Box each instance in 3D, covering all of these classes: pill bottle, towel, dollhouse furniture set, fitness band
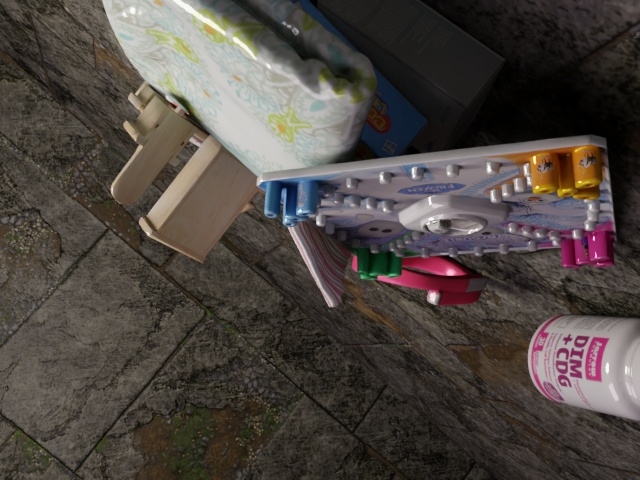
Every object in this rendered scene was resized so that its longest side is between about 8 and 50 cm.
[{"bbox_3d":[0.482,0.203,1.214,0.160,0.160,0.283,43,164,-13],"label":"pill bottle"},{"bbox_3d":[-0.110,-0.207,0.911,0.374,0.090,0.320,37,165,7],"label":"towel"},{"bbox_3d":[-0.263,-0.144,1.228,0.303,0.174,0.355,34,-173,-46],"label":"dollhouse furniture set"},{"bbox_3d":[0.190,0.060,1.426,0.209,0.054,0.291,25,-166,40],"label":"fitness band"},{"bbox_3d":[0.000,0.000,1.109,0.144,0.029,0.197,62,-167,-14],"label":"towel"}]

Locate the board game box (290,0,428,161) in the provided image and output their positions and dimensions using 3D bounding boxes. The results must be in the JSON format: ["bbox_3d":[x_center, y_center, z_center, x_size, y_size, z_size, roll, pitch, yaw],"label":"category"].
[{"bbox_3d":[-0.042,-0.211,1.066,0.308,0.086,0.302,43,164,-11],"label":"board game box"}]

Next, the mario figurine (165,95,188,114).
[{"bbox_3d":[-0.213,-0.237,1.556,0.198,0.170,0.320,-4,156,18],"label":"mario figurine"}]

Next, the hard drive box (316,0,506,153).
[{"bbox_3d":[0.106,-0.231,1.002,0.232,0.089,0.181,38,165,7],"label":"hard drive box"}]

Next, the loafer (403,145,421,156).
[{"bbox_3d":[0.100,-0.167,1.239,0.148,0.056,0.050,38,137,5],"label":"loafer"}]

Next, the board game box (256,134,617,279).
[{"bbox_3d":[0.172,-0.019,0.972,0.389,0.050,0.390,-5,163,22],"label":"board game box"}]
